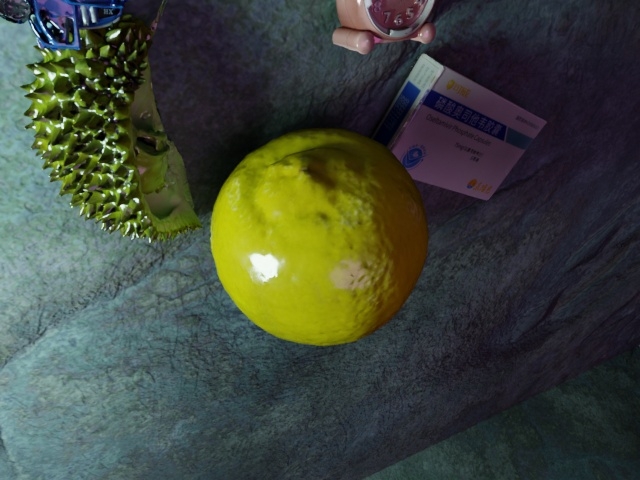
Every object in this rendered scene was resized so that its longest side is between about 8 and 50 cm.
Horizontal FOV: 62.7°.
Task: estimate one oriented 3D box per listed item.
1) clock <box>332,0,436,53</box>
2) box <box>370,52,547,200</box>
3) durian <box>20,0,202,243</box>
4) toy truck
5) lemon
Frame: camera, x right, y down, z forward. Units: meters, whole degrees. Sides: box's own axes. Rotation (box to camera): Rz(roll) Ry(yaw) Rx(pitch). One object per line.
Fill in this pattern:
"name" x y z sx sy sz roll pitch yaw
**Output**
"clock" 0.085 -0.349 0.704 0.165 0.093 0.162 -18 128 -26
"box" 0.259 -0.195 0.984 0.343 0.065 0.200 8 124 -40
"durian" -0.263 -0.124 0.688 0.169 0.157 0.356 -52 155 -41
"toy truck" -0.293 -0.246 0.495 0.208 0.113 0.126 -7 113 -26
"lemon" 0.000 0.000 0.799 0.347 0.348 0.348 -19 137 -19
